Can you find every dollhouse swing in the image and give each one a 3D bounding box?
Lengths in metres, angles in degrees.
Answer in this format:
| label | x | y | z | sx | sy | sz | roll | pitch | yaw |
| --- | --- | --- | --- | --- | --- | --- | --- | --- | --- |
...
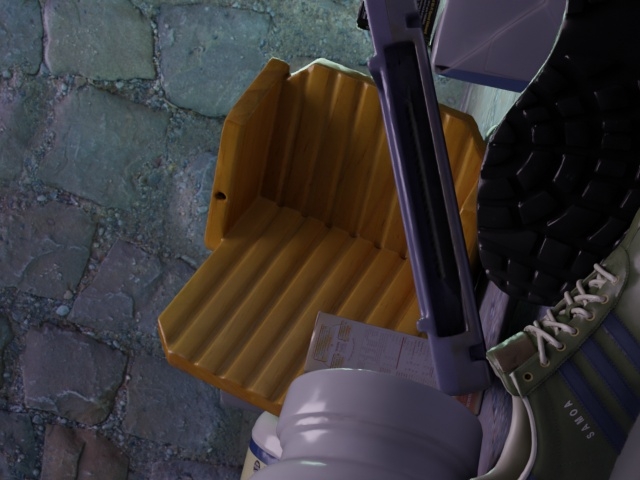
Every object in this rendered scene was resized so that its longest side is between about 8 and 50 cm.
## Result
| label | x | y | z | sx | sy | sz | roll | pitch | yaw |
| --- | --- | --- | --- | --- | --- | --- | --- | --- | --- |
| dollhouse swing | 0.000 | 0.000 | 1.393 | 0.305 | 0.346 | 0.315 | -44 | -27 | -52 |

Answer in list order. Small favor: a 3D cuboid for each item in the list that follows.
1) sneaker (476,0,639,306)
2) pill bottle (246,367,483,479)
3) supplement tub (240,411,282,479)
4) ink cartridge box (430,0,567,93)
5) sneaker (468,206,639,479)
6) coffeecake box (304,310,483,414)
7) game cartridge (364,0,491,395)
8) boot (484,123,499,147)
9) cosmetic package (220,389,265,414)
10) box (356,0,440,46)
| label | x | y | z | sx | sy | sz | roll | pitch | yaw |
| --- | --- | --- | --- | --- | --- | --- | --- | --- | --- |
| sneaker | 0.178 | -0.096 | 0.678 | 0.124 | 0.107 | 0.283 | -9 | -62 | -72 |
| pill bottle | 0.013 | 0.298 | 0.890 | 0.210 | 0.210 | 0.363 | 101 | -175 | -61 |
| supplement tub | -0.005 | 0.394 | 1.448 | 0.235 | 0.235 | 0.325 | -47 | -29 | -86 |
| ink cartridge box | 0.198 | -0.283 | 1.050 | 0.395 | 0.151 | 0.270 | -75 | -1 | -77 |
| sneaker | 0.126 | 0.059 | 0.561 | 0.064 | 0.086 | 0.192 | -56 | -19 | -84 |
| coffeecake box | 0.078 | 0.140 | 1.244 | 0.142 | 0.185 | 0.068 | 98 | -173 | -77 |
| game cartridge | 0.102 | -0.036 | 1.081 | 0.230 | 0.068 | 0.355 | 50 | -150 | -84 |
| boot | 0.168 | -0.072 | 1.506 | 0.077 | 0.137 | 0.198 | -71 | -4 | -67 |
| cosmetic package | 0.039 | 0.093 | 1.865 | 0.327 | 0.329 | 0.394 | 100 | -176 | -71 |
| box | 0.200 | -0.402 | 1.501 | 0.076 | 0.242 | 0.307 | -52 | -24 | -85 |
